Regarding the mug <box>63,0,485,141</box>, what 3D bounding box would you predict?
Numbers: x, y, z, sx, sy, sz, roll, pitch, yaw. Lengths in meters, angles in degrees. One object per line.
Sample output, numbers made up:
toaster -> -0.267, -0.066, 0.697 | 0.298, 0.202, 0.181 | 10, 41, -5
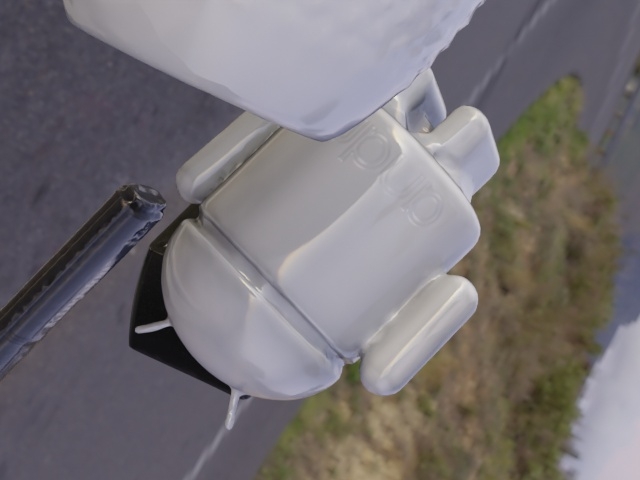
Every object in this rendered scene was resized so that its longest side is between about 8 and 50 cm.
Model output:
mug -> -0.033, -0.249, 0.749 | 0.374, 0.276, 0.328 | 19, 98, -46

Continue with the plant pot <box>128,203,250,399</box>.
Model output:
plant pot -> -0.124, 0.053, 1.740 | 0.188, 0.187, 0.167 | -49, 149, -37

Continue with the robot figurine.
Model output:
robot figurine -> 0.000, 0.000, 1.246 | 0.353, 0.300, 0.200 | -45, 154, -3

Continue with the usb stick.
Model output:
usb stick -> -0.264, 0.048, 1.404 | 0.278, 0.045, 0.077 | -44, 160, 15
